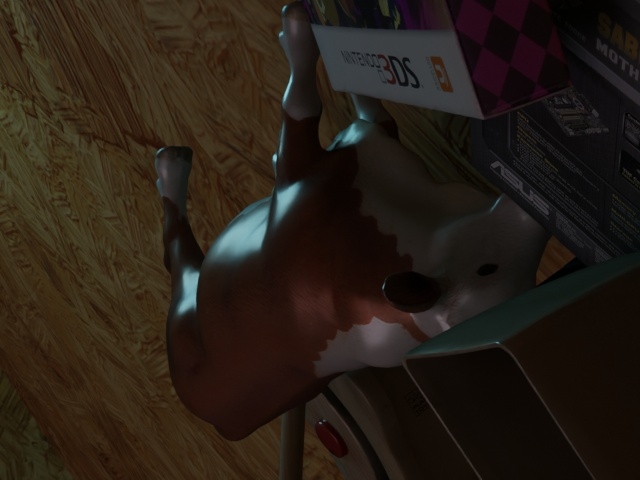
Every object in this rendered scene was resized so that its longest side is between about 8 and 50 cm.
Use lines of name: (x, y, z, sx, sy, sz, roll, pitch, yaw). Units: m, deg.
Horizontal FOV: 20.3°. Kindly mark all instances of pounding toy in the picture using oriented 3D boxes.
pounding toy: (0.004, 0.107, 1.132, 0.154, 0.155, 0.269, 20, 141, 56)

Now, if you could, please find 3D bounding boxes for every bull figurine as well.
bull figurine: (0.000, 0.000, 0.904, 0.310, 0.101, 0.188, -35, 55, 53)

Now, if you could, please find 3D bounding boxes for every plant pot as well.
plant pot: (0.113, 0.058, 0.666, 0.109, 0.096, 0.109, 56, 163, -5)

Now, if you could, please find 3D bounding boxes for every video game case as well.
video game case: (0.009, -0.164, 0.673, 0.210, 0.042, 0.232, -151, 40, -74)

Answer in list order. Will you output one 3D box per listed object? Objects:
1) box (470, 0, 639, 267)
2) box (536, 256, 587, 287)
box: (0.149, -0.030, 0.667, 0.231, 0.056, 0.183, 44, 159, 30)
box: (0.149, 0.040, 0.806, 0.083, 0.052, 0.062, 56, 163, -4)
